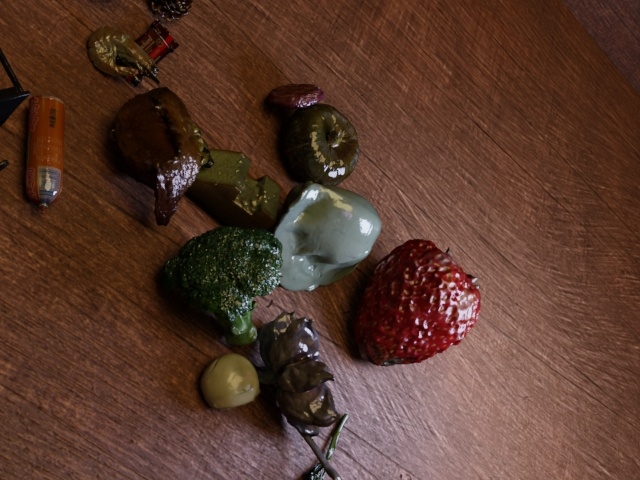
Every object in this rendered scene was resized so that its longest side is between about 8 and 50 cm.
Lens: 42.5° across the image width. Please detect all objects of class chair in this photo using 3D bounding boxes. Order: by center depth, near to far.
[{"bbox_3d":[-0.614,-0.230,1.477,0.141,0.154,0.260,-30,93,-45],"label":"chair"}]

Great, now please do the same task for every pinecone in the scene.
[{"bbox_3d":[-0.342,-0.560,1.903,0.102,0.109,0.102,2,85,-22],"label":"pinecone"}]

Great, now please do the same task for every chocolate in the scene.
[{"bbox_3d":[-0.393,-0.424,1.856,0.086,0.028,0.182,48,50,-21],"label":"chocolate"}]

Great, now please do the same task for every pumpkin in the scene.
[{"bbox_3d":[0.009,-0.246,2.069,0.219,0.162,0.219,15,65,-35],"label":"pumpkin"}]

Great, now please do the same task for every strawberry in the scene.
[{"bbox_3d":[0.247,0.163,2.041,0.292,0.291,0.310,48,40,-17],"label":"strawberry"}]

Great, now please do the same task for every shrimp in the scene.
[{"bbox_3d":[-0.420,-0.389,1.775,0.180,0.041,0.099,36,70,-6],"label":"shrimp"}]

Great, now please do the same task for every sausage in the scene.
[{"bbox_3d":[-0.530,-0.162,1.585,0.071,0.071,0.234,13,64,-40],"label":"sausage"}]

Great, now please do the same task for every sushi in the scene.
[{"bbox_3d":[-0.329,-0.193,1.728,0.296,0.166,0.179,60,-2,29],"label":"sushi"}]

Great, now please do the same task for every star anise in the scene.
[{"bbox_3d":[-0.052,0.302,1.742,0.139,0.316,0.359,-20,45,-18],"label":"star anise"}]

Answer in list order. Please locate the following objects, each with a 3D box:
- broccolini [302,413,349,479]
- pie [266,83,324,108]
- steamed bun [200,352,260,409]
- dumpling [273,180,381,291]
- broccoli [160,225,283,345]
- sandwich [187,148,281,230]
[{"bbox_3d":[0.025,0.478,1.864,0.044,0.042,0.218,53,44,-14],"label":"broccolini"},{"bbox_3d":[-0.063,-0.365,2.072,0.154,0.154,0.036,-32,125,-46],"label":"pie"},{"bbox_3d":[-0.182,0.289,1.709,0.130,0.091,0.113,-6,75,-44],"label":"steamed bun"},{"bbox_3d":[0.010,-0.025,1.955,0.320,0.270,0.212,27,35,-26],"label":"dumpling"},{"bbox_3d":[-0.182,0.092,1.722,0.269,0.254,0.269,-18,121,-33],"label":"broccoli"},{"bbox_3d":[-0.207,-0.120,1.837,0.235,0.128,0.122,38,43,-26],"label":"sandwich"}]
